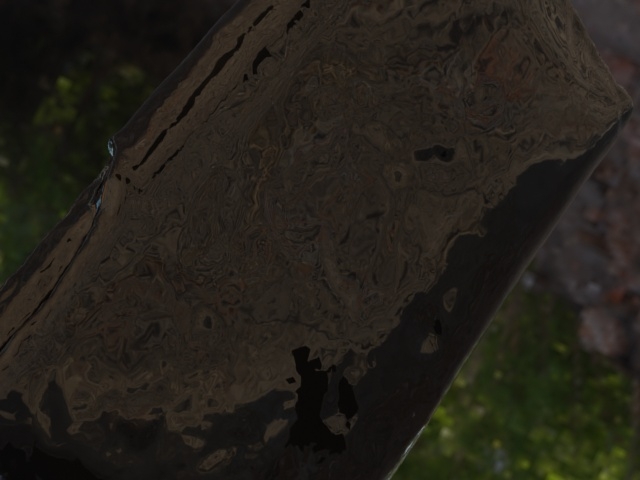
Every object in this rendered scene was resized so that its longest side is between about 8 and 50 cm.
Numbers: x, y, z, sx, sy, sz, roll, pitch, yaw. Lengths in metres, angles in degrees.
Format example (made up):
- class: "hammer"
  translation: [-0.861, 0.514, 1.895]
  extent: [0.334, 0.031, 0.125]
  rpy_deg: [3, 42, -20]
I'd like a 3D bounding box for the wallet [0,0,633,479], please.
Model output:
- class: "wallet"
  translation: [0.000, 0.000, 0.745]
  extent: [0.051, 0.377, 0.197]
  rpy_deg: [0, 134, 45]
